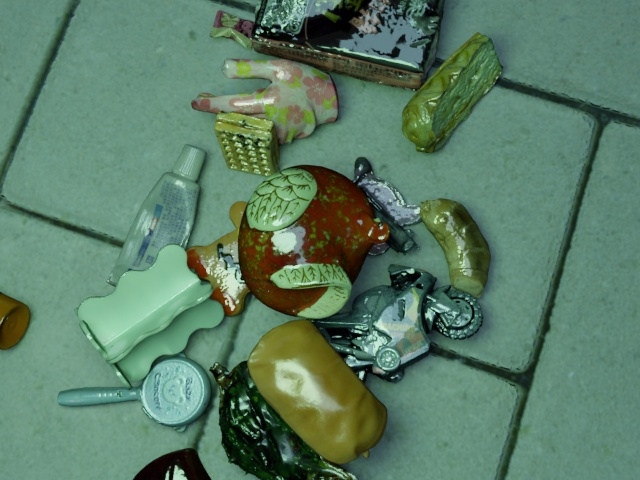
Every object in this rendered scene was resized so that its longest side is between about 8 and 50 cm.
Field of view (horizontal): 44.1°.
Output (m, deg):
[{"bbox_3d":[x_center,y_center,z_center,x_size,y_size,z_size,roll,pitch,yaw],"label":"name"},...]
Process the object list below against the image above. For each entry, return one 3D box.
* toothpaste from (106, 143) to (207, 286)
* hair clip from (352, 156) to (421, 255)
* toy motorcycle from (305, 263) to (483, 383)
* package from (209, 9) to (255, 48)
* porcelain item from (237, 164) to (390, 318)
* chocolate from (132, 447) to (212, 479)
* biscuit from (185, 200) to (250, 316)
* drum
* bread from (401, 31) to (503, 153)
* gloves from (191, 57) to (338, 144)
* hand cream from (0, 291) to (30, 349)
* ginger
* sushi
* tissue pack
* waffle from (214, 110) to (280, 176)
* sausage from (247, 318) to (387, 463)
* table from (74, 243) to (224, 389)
[{"bbox_3d":[-0.270,-0.033,1.381,0.099,0.068,0.282,21,89,39],"label":"toothpaste"},{"bbox_3d":[0.094,-0.037,1.372,0.187,0.056,0.146,41,84,18],"label":"hair clip"},{"bbox_3d":[0.107,0.139,1.307,0.307,0.108,0.173,-26,70,-2],"label":"toy motorcycle"},{"bbox_3d":[-0.159,-0.390,1.462,0.083,0.029,0.059,17,72,-5],"label":"package"},{"bbox_3d":[0.000,0.000,1.239,0.253,0.253,0.252,0,78,2],"label":"porcelain item"},{"bbox_3d":[-0.230,0.400,1.276,0.149,0.080,0.125,23,81,8],"label":"chocolate"},{"bbox_3d":[-0.112,0.005,1.375,0.250,0.036,0.165,-38,80,-6],"label":"biscuit"},{"bbox_3d":[-0.308,0.238,1.328,0.253,0.049,0.129,11,79,7],"label":"drum"},{"bbox_3d":[0.225,-0.258,1.370,0.088,0.128,0.232,35,80,25],"label":"bread"},{"bbox_3d":[-0.097,-0.235,1.364,0.241,0.145,0.126,-14,67,-15],"label":"gloves"},{"bbox_3d":[-0.658,0.098,1.355,0.314,0.089,0.139,23,79,11],"label":"hand cream"},{"bbox_3d":[0.234,0.006,1.336,0.095,0.069,0.190,-30,88,-8],"label":"ginger"},{"bbox_3d":[-0.079,0.314,1.254,0.149,0.140,0.287,-39,79,-13],"label":"sushi"},{"bbox_3d":[0.057,-0.415,1.414,0.333,0.123,0.244,14,85,9],"label":"tissue pack"},{"bbox_3d":[-0.122,-0.163,1.352,0.103,0.148,0.042,14,70,7],"label":"waffle"},{"bbox_3d":[-0.002,0.230,1.201,0.241,0.120,0.136,44,79,8],"label":"sausage"},{"bbox_3d":[-0.268,0.117,1.273,0.198,0.166,0.166,-35,79,-12],"label":"table"}]
